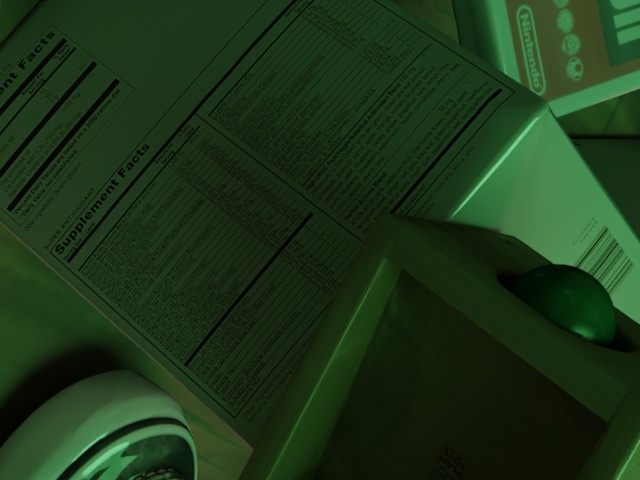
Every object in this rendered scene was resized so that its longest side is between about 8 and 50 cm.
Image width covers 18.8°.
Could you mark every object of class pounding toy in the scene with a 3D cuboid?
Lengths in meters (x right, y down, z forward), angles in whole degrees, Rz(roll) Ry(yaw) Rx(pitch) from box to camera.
[{"bbox_3d":[0.072,0.061,0.577,0.100,0.130,0.141,10,113,-51],"label":"pounding toy"}]

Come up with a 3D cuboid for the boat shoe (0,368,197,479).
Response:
[{"bbox_3d":[-0.112,0.218,0.869,0.121,0.119,0.335,-7,125,-44],"label":"boat shoe"}]

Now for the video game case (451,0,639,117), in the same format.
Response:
[{"bbox_3d":[0.156,-0.177,0.821,0.285,0.025,0.204,-20,104,-37],"label":"video game case"}]

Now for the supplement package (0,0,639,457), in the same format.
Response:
[{"bbox_3d":[0.000,0.000,0.732,0.149,0.203,0.194,-49,145,-4],"label":"supplement package"}]

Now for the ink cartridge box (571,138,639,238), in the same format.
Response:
[{"bbox_3d":[0.106,0.109,1.003,0.223,0.129,0.307,-4,123,-46],"label":"ink cartridge box"}]
